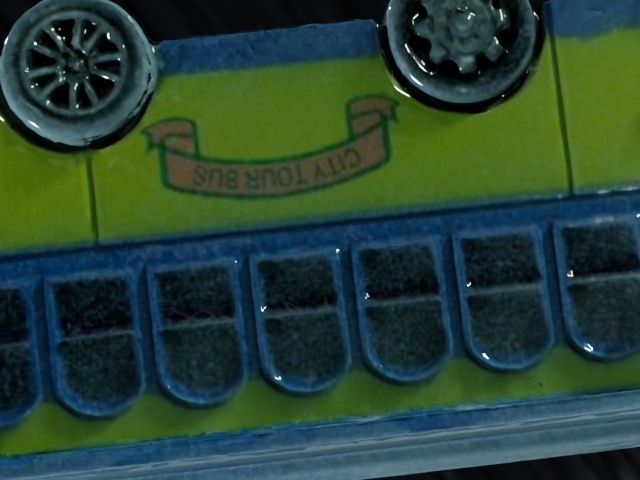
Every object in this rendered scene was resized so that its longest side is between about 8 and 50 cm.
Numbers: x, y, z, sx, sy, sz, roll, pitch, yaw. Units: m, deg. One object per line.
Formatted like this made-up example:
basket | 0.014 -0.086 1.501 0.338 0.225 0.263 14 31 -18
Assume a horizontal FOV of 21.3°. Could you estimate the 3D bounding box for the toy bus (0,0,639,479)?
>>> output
toy bus | 0.000 0.000 0.676 0.312 0.190 0.152 -6 -6 -3
